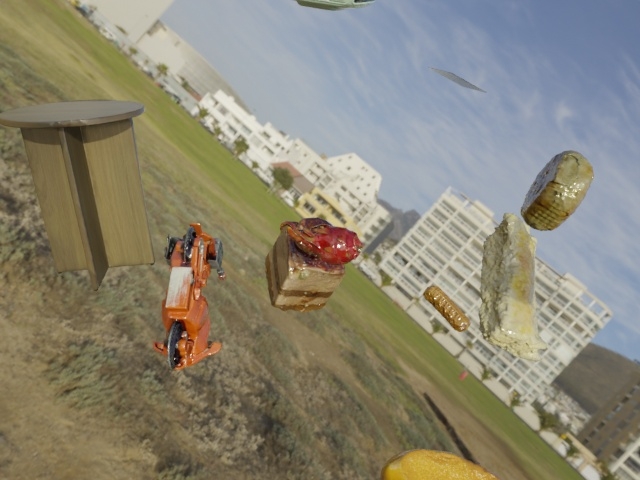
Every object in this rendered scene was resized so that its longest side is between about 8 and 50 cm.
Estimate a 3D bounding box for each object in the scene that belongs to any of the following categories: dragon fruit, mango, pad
[{"bbox_3d":[0.000,0.000,1.106,0.190,0.094,0.094,16,3,-1],"label":"dragon fruit"},{"bbox_3d":[0.247,0.509,0.935,0.350,0.199,0.201,32,6,-22],"label":"mango"},{"bbox_3d":[0.390,-0.457,1.394,0.157,0.003,0.112,13,19,-34],"label":"pad"}]

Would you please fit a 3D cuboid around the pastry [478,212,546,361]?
[{"bbox_3d":[0.339,0.076,0.878,0.089,0.258,0.121,-18,-37,39],"label":"pastry"}]

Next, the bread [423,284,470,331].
[{"bbox_3d":[0.351,0.188,1.361,0.157,0.052,0.044,49,-13,24],"label":"bread"}]

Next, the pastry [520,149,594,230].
[{"bbox_3d":[0.552,-0.115,1.146,0.093,0.182,0.192,27,-32,6],"label":"pastry"}]

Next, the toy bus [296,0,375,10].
[{"bbox_3d":[0.025,-0.648,1.183,0.271,0.164,0.133,24,38,29],"label":"toy bus"}]

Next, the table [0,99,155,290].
[{"bbox_3d":[-0.308,-0.062,0.659,0.167,0.167,0.226,-134,-141,-59],"label":"table"}]

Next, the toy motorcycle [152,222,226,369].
[{"bbox_3d":[-0.285,0.134,1.075,0.148,0.325,0.221,3,-28,-2],"label":"toy motorcycle"}]

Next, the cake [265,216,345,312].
[{"bbox_3d":[-0.036,0.069,1.490,0.196,0.293,0.198,8,53,-23],"label":"cake"}]
